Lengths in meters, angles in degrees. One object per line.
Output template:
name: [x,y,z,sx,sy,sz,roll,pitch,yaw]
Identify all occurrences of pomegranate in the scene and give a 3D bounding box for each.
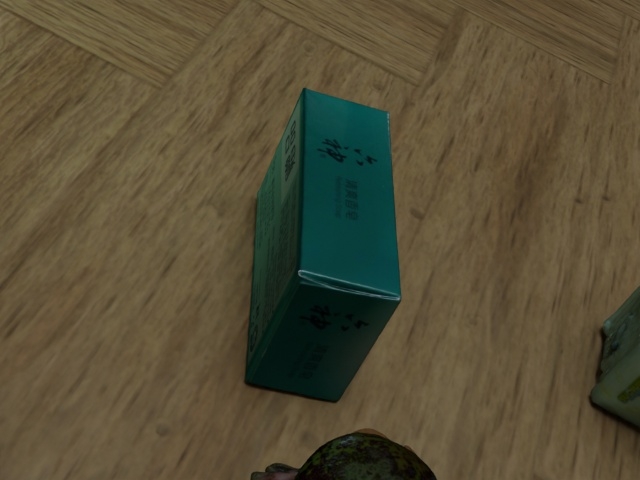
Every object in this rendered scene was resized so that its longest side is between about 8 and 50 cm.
pomegranate: [0.022,0.204,0.760,0.125,0.138,0.163,-11,22,-23]

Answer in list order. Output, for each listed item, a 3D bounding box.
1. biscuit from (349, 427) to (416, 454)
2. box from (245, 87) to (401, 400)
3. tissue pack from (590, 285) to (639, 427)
biscuit: [0.055,0.195,0.859,0.091,0.015,0.078,44,44,18]
box: [0.000,0.000,0.925,0.092,0.153,0.245,14,45,-15]
tissue pack: [0.493,0.126,0.957,0.388,0.287,0.162,27,47,1]
